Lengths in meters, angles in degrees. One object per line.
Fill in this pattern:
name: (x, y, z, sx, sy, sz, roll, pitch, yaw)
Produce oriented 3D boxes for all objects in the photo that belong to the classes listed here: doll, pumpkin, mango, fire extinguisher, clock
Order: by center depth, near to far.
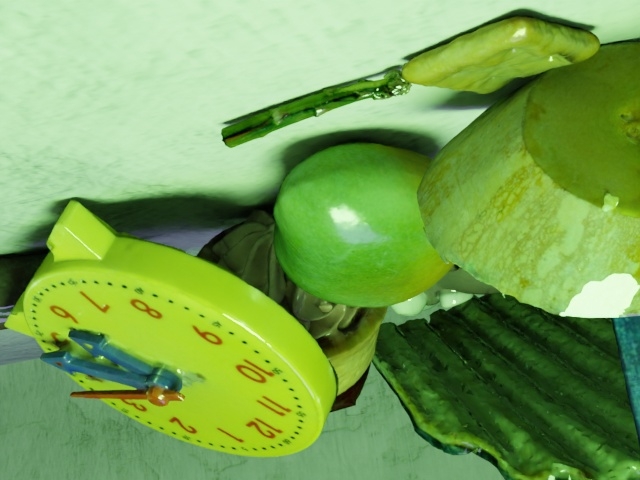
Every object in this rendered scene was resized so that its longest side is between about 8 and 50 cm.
pumpkin: (0.170, -0.051, 0.583, 0.217, 0.217, 0.110, -8, 132, -17)
mango: (0.037, -0.017, 0.777, 0.156, 0.114, 0.251, -1, 162, 6)
clock: (-0.130, 0.106, 0.849, 0.293, 0.071, 0.277, 27, 146, -7)
fire extinguisher: (-0.277, 0.047, 0.968, 0.267, 0.072, 0.089, -7, 176, -26)
doll: (0.163, 0.014, 1.174, 0.257, 0.117, 0.182, -16, 178, 24)

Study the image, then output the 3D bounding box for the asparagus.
asparagus: (-0.004, -0.076, 0.578, 0.127, 0.018, 0.015, -14, -153, 31)

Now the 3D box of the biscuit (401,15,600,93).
biscuit: (0.097, -0.098, 0.538, 0.081, 0.018, 0.083, -15, 171, 41)

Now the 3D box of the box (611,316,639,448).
box: (0.299, 0.034, 0.846, 0.116, 0.279, 0.261, -14, 173, 18)

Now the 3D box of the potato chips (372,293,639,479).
potato chips: (0.260, 0.146, 1.108, 0.358, 0.070, 0.429, -17, -153, -21)

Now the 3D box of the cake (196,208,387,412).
cake: (-0.023, 0.049, 0.953, 0.185, 0.207, 0.178, -42, 163, -36)
